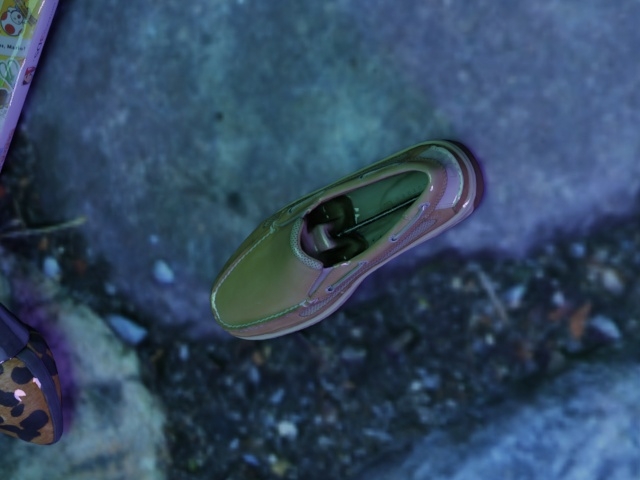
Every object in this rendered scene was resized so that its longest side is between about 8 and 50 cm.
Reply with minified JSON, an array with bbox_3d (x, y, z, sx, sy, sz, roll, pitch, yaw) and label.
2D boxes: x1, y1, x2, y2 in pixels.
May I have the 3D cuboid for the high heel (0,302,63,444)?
[{"bbox_3d":[-0.289,0.082,1.128,0.261,0.093,0.186,-18,113,45],"label":"high heel"}]

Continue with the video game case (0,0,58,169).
[{"bbox_3d":[-0.298,-0.120,1.103,0.227,0.026,0.206,28,111,12],"label":"video game case"}]

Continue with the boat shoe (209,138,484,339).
[{"bbox_3d":[0.000,0.000,0.954,0.190,0.072,0.068,-36,79,27],"label":"boat shoe"}]
